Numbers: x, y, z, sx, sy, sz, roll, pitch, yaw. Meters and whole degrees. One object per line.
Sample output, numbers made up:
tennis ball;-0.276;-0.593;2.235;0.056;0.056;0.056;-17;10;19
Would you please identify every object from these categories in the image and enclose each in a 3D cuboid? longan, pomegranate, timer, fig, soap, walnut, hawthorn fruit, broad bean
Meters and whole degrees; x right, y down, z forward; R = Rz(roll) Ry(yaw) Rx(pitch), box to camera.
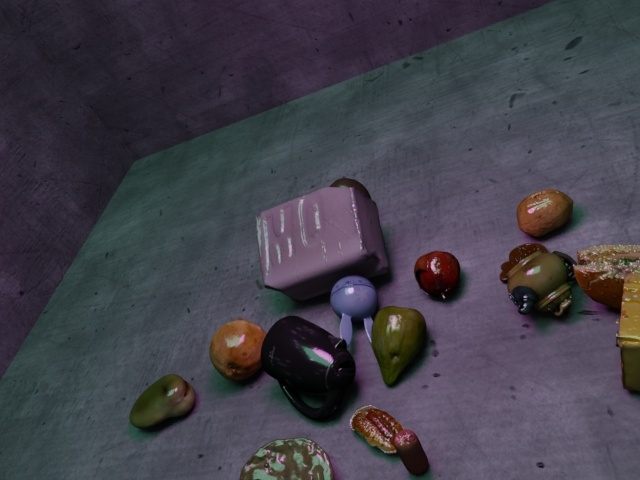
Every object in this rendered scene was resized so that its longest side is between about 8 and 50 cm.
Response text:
longan;0.111;-0.141;2.146;0.197;0.220;0.196;-26;6;3
pomegranate;-0.277;0.374;1.849;0.207;0.207;0.207;-20;38;16
timer;0.111;0.241;1.783;0.176;0.175;0.255;-9;70;28
fig;0.220;0.290;1.611;0.167;0.167;0.233;1;40;37
soap;0.000;0.000;1.935;0.436;0.213;0.349;-19;61;28
walnut;0.713;-0.092;1.724;0.180;0.144;0.144;-28;36;20
hawthorn fruit;0.376;0.116;1.725;0.148;0.148;0.171;-18;57;18
broad bean;-0.564;0.559;1.894;0.263;0.121;0.189;-23;33;15

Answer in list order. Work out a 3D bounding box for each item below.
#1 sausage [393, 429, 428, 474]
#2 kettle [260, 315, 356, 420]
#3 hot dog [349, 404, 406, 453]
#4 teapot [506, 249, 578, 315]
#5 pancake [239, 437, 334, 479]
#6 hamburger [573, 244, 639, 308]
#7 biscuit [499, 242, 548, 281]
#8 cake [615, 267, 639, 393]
sausage;0.225;0.524;1.338;0.062;0.154;0.062;-16;38;12
kettle;-0.023;0.398;1.651;0.290;0.208;0.268;16;93;43
hot dog;0.161;0.517;1.477;0.099;0.053;0.192;-49;37;-16
teapot;0.640;0.127;1.522;0.270;0.173;0.182;-24;66;-25
pancake;-0.083;0.671;1.435;0.295;0.049;0.294;-12;54;17
hamburger;0.816;0.106;1.403;0.283;0.156;0.144;1;27;29
biscuit;0.630;0.074;1.679;0.175;0.026;0.124;-42;36;-14
cake;0.788;0.236;1.208;0.223;0.227;0.285;1;48;36
